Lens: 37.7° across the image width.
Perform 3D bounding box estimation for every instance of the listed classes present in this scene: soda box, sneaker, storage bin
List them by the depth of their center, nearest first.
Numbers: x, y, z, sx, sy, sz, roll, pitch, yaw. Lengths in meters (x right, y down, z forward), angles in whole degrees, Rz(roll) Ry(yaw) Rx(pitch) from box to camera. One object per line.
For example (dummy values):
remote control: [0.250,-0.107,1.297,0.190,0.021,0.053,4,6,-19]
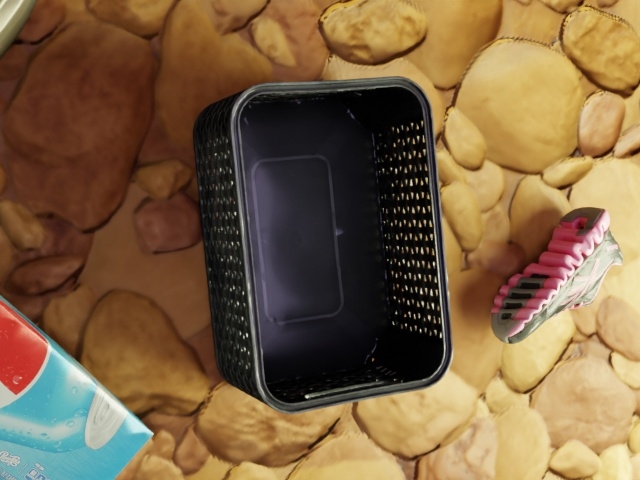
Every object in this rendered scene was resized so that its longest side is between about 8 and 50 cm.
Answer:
soda box: [-0.180,0.052,0.457,0.067,0.071,0.210,-49,126,-13]
storage bin: [0.000,0.000,0.555,0.122,0.084,0.180,-7,94,-22]
sneaker: [0.168,0.033,0.647,0.119,0.047,0.057,-45,117,-14]

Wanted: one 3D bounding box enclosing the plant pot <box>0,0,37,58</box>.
plant pot: [-0.243,-0.198,0.349,0.323,0.280,0.323,0,90,-23]
